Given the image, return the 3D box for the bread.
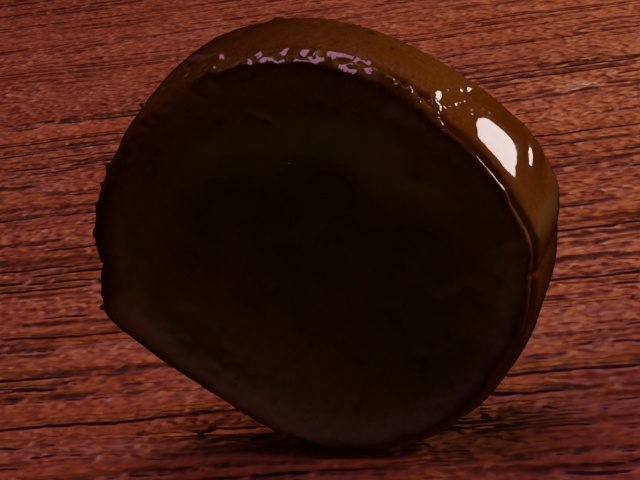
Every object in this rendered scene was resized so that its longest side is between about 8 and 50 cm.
[{"bbox_3d":[0.000,0.000,0.897,0.236,0.236,0.070,-3,26,20],"label":"bread"}]
